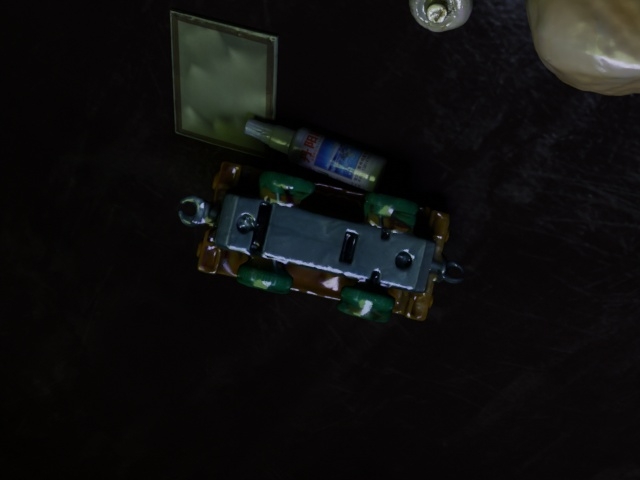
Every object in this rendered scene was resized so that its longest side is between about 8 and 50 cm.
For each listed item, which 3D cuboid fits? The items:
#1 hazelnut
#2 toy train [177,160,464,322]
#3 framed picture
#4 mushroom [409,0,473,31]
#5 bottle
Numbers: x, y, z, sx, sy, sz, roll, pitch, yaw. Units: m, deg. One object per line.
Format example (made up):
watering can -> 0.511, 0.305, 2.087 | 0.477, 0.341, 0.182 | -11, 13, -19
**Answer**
hazelnut -> 0.350, -0.259, 1.177 | 0.261, 0.241, 0.261 | -10, 150, -6
toy train -> 0.000, 0.000, 1.623 | 0.430, 0.249, 0.178 | 13, 92, -5
framed picture -> -0.145, -0.231, 1.630 | 0.173, 0.010, 0.231 | 17, 135, 11
mushroom -> 0.152, -0.303, 1.374 | 0.084, 0.067, 0.083 | 10, 128, 13
bottle -> -0.010, -0.132, 1.619 | 0.217, 0.060, 0.060 | 20, 136, 7
